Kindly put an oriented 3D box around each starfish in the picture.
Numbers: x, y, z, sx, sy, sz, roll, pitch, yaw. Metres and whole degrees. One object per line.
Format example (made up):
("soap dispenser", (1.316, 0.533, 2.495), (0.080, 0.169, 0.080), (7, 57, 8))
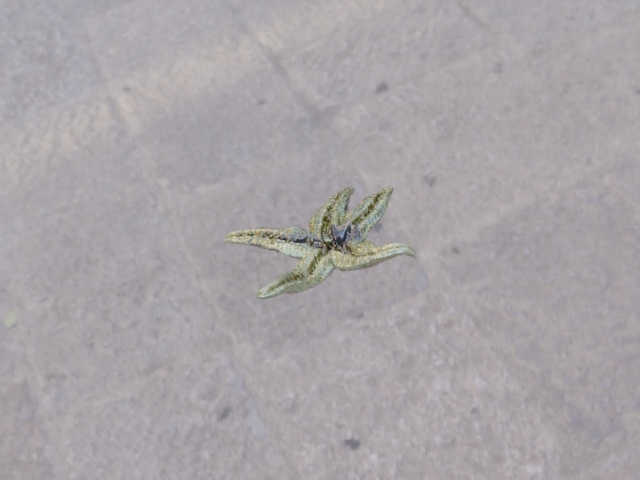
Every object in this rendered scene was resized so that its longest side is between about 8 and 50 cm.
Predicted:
("starfish", (0.000, 0.002, 0.939), (0.216, 0.050, 0.223), (10, 30, 28))
